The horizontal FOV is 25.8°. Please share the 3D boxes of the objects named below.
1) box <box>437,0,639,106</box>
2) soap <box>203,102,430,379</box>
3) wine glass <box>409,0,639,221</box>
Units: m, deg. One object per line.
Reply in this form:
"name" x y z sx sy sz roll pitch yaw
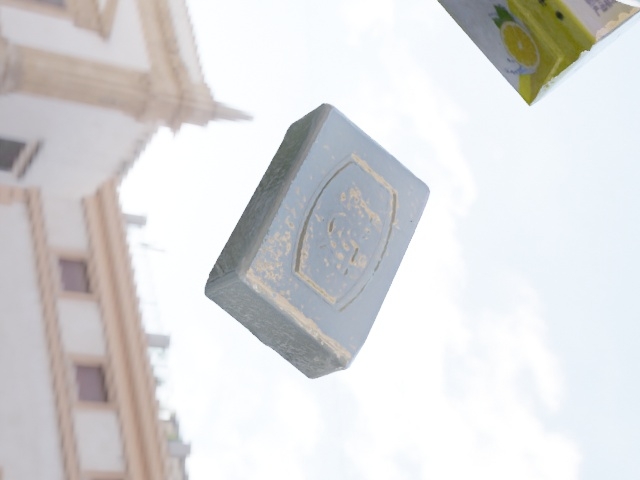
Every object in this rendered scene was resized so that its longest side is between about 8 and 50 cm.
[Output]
"box" 0.171 -0.220 0.782 0.168 0.265 0.097 48 -20 5
"soap" 0.000 0.000 1.070 0.064 0.121 0.183 -24 -148 49
"wine glass" 0.071 -0.080 0.575 0.264 0.309 0.096 -23 -126 28
